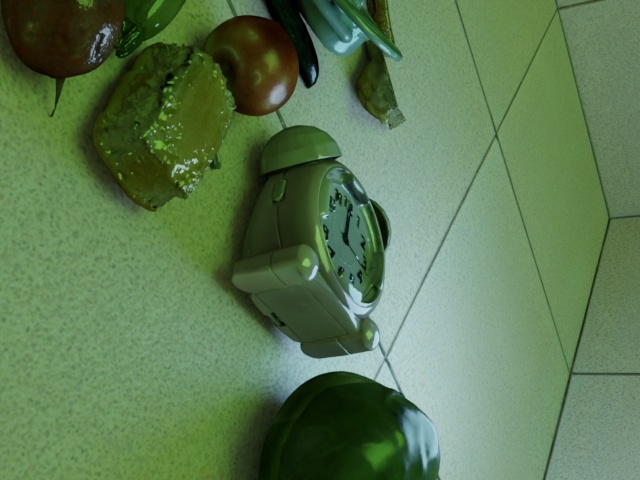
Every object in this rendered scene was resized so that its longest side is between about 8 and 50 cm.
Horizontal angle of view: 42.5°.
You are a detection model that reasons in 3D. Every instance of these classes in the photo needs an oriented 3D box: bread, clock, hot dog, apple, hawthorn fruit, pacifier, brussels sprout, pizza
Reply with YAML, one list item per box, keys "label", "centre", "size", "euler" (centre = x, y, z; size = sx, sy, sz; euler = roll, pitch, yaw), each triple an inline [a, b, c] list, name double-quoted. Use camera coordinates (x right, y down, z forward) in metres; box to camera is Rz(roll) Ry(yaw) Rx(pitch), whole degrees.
- label: "bread"
  centre: [-0.215, -0.169, 1.171]
  size: [0.174, 0.121, 0.245]
  euler: [65, 32, -43]
- label: "clock"
  centre: [0.000, 0.000, 1.444]
  size: [0.342, 0.184, 0.325]
  euler: [56, 38, -46]
- label: "hot dog"
  centre: [0.132, -0.518, 1.847]
  size: [0.066, 0.047, 0.215]
  euler: [-127, -153, -80]
- label: "apple"
  centre: [-0.108, -0.282, 1.325]
  size: [0.139, 0.164, 0.163]
  euler: [-27, 109, -44]
- label: "hawthorn fruit"
  centre: [-0.310, -0.261, 1.011]
  size: [0.149, 0.149, 0.188]
  euler: [-16, 95, -58]
- label: "pacifier"
  centre: [0.067, -0.489, 1.502]
  size: [0.288, 0.269, 0.343]
  euler: [28, 22, -46]
- label: "brussels sprout"
  centre: [0.059, 0.380, 1.381]
  size: [0.371, 0.276, 0.314]
  euler: [27, 67, -55]
- label: "pizza"
  centre: [0.116, -0.340, 1.779]
  size: [0.188, 0.081, 0.204]
  euler: [-23, 96, -80]

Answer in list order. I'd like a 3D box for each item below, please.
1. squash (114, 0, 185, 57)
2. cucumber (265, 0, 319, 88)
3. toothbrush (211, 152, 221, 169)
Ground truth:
- label: "squash"
  centre: [-0.230, -0.392, 1.209]
  size: [0.094, 0.095, 0.340]
  euler: [44, 49, -46]
- label: "cucumber"
  centre: [-0.058, -0.408, 1.522]
  size: [0.056, 0.056, 0.284]
  euler: [-63, 140, -41]
- label: "toothbrush"
  centre: [-0.188, -0.208, 1.319]
  size: [0.017, 0.014, 0.194]
  euler: [-28, 109, -55]
